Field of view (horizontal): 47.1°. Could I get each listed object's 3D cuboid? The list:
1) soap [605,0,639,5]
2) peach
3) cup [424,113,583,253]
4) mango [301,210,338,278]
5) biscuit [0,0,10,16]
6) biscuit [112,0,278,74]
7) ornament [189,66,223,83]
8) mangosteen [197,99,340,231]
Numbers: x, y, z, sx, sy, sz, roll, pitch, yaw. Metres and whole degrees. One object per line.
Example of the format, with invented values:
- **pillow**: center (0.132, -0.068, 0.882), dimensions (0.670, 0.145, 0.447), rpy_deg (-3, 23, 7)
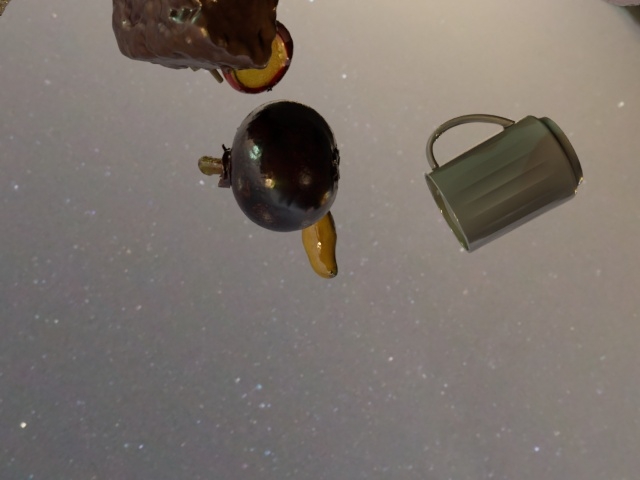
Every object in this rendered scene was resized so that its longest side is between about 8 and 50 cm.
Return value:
- **soap**: center (0.582, -0.555, 1.297), dimensions (0.081, 0.259, 0.181), rpy_deg (16, -164, -4)
- **peach**: center (-0.173, -0.499, 1.990), dimensions (0.196, 0.190, 0.226), rpy_deg (11, -130, 7)
- **cup**: center (0.435, -0.181, 1.827), dimensions (0.323, 0.327, 0.237), rpy_deg (60, -176, 1)
- **mango**: center (0.000, 0.000, 1.778), dimensions (0.075, 0.098, 0.190), rpy_deg (-7, -94, -43)
- **biscuit**: center (-0.639, -0.504, 1.463), dimensions (0.061, 0.219, 0.055), rpy_deg (27, -165, -51)
- **biscuit**: center (-0.200, -0.462, 1.140), dimensions (0.166, 0.395, 0.342), rpy_deg (-2, -169, -35)
- **ornament**: center (-0.351, -0.512, 1.947), dimensions (0.245, 0.061, 0.230), rpy_deg (47, -172, -47)
- **mangosteen**: center (-0.096, -0.131, 1.301), dimensions (0.261, 0.235, 0.235), rpy_deg (1, -151, 9)
